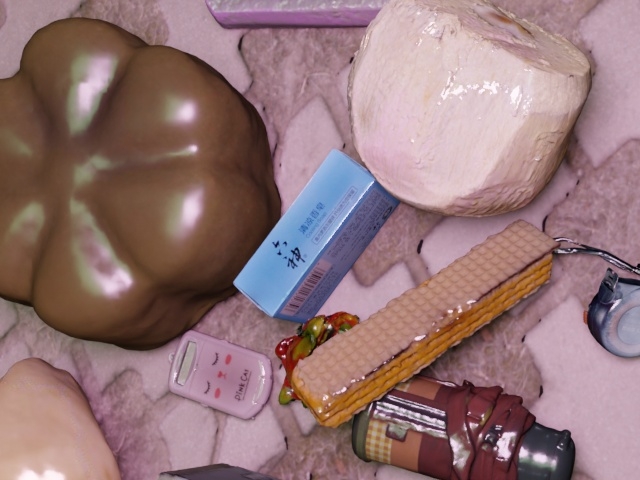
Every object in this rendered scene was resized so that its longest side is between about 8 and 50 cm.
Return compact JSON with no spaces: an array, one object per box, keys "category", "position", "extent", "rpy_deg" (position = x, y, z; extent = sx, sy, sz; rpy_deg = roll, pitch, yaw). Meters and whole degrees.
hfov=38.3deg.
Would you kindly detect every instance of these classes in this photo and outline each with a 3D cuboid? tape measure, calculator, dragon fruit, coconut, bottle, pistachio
[{"category":"tape measure","position":[0.361,0.069,1.189],"extent":[0.180,0.104,0.107],"rpy_deg":[42,123,53]},{"category":"calculator","position":[-0.149,0.195,1.347],"extent":[0.175,0.032,0.100],"rpy_deg":[15,86,22]},{"category":"dragon fruit","position":[0.004,0.152,1.269],"extent":[0.138,0.175,0.142],"rpy_deg":[22,58,12]},{"category":"coconut","position":[0.178,-0.162,1.163],"extent":[0.297,0.297,0.254],"rpy_deg":[41,123,21]},{"category":"bottle","position":[0.181,0.257,1.163],"extent":[0.271,0.143,0.156],"rpy_deg":[14,111,20]},{"category":"pistachio","position":[-0.402,0.326,1.307],"extent":[0.229,0.238,0.321],"rpy_deg":[-28,53,7]}]

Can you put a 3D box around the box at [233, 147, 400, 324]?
[{"category":"box","position":[0.000,0.000,1.269],"extent":[0.083,0.142,0.232],"rpy_deg":[37,94,22]}]

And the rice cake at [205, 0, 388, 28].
[{"category":"rice cake","position":[-0.002,-0.348,1.372],"extent":[0.365,0.072,0.056],"rpy_deg":[4,80,18]}]

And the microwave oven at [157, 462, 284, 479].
[{"category":"microwave oven","position":[-0.092,0.495,1.177],"extent":[0.286,0.218,0.355],"rpy_deg":[11,84,19]}]

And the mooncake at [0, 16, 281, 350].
[{"category":"mooncake","position":[-0.299,-0.076,1.327],"extent":[0.467,0.262,0.467],"rpy_deg":[-2,82,19]}]

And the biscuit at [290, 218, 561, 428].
[{"category":"biscuit","position":[0.135,0.101,1.173],"extent":[0.378,0.054,0.094],"rpy_deg":[-33,41,-13]}]
